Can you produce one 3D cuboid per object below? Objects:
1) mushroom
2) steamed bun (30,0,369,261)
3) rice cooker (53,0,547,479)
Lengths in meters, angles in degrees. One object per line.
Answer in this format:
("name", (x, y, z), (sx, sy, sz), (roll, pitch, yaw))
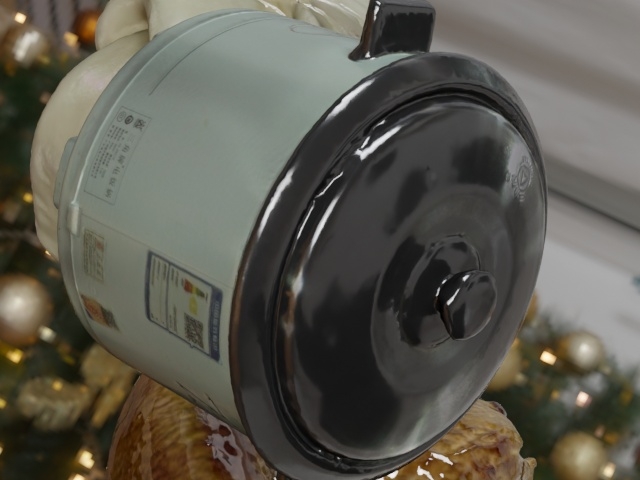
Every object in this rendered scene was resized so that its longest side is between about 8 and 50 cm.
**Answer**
("mushroom", (0.004, 0.195, 1.168), (0.259, 0.345, 0.345), (-38, 172, 16))
("steamed bun", (-0.055, -0.070, 1.391), (0.367, 0.255, 0.343), (2, 101, -27))
("rice cooker", (0.000, 0.000, 0.879), (0.241, 0.227, 0.281), (-2, 109, -47))
